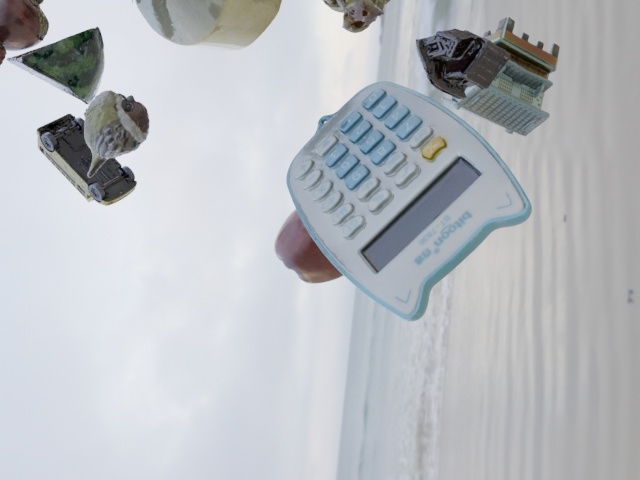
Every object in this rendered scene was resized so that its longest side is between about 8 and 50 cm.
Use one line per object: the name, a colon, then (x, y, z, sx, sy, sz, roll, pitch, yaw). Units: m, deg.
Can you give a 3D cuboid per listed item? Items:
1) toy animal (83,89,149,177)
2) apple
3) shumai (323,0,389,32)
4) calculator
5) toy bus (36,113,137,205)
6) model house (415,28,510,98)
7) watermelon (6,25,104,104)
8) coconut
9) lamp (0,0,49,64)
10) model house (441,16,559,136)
toy animal: (-0.313, -0.159, 0.933, 0.098, 0.098, 0.137, -64, -16, -79)
apple: (0.001, 0.001, 1.578, 0.234, 0.234, 0.233, 6, -90, -86)
shumai: (0.083, -0.572, 1.445, 0.210, 0.162, 0.152, 3, -108, -45)
calculator: (0.093, -0.077, 0.835, 0.054, 0.256, 0.386, 37, -168, -49)
toy bus: (-0.750, -0.241, 1.952, 0.145, 0.331, 0.151, -42, -3, -39)
model house: (0.302, -0.385, 1.279, 0.152, 0.166, 0.106, -1, 79, 54)
watermelon: (-0.543, -0.339, 1.229, 0.207, 0.202, 0.136, -37, -69, -63)
coconut: (-0.232, -0.537, 1.225, 0.323, 0.323, 0.322, 6, -90, -86)
lamp: (-0.749, -0.514, 1.466, 0.151, 0.215, 0.223, 31, -81, -45)
model house: (0.455, -0.399, 1.526, 0.198, 0.224, 0.215, 2, 75, 65)
